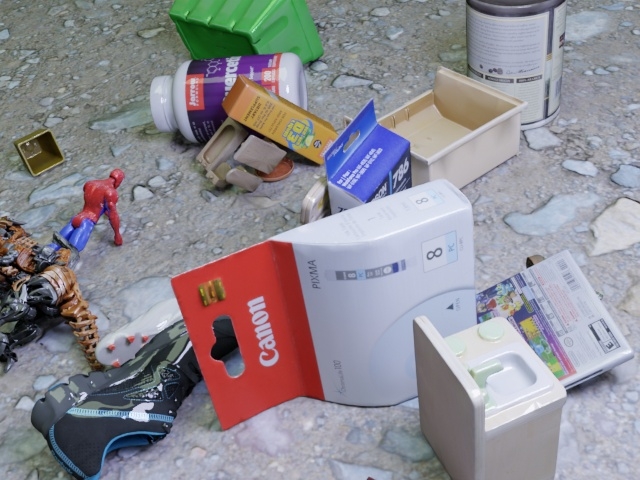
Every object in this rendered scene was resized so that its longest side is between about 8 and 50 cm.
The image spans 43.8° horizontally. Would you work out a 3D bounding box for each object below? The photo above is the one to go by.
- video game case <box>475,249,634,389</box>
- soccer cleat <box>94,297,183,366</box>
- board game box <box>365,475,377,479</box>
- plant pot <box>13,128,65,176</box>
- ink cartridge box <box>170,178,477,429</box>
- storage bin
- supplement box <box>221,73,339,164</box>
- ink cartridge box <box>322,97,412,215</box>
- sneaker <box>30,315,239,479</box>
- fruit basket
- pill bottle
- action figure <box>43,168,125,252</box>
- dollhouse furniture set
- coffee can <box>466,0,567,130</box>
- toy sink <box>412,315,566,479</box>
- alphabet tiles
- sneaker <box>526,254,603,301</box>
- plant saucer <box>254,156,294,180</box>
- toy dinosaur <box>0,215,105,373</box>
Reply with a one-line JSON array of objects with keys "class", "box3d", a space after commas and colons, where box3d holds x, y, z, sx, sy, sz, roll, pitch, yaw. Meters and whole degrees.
[{"class": "video game case", "box3d": [0.323, 0.128, 1.160, 0.183, 0.023, 0.201, -28, 47, 9]}, {"class": "soccer cleat", "box3d": [-0.279, 0.145, 1.298, 0.196, 0.068, 0.076, -24, 36, -27]}, {"class": "board game box", "box3d": [0.143, 0.395, 0.937, 0.281, 0.027, 0.145, 17, 45, 29]}, {"class": "plant pot", "box3d": [-0.638, -0.202, 1.779, 0.081, 0.081, 0.083, -35, 34, -28]}, {"class": "ink cartridge box", "box3d": [0.026, 0.116, 1.075, 0.385, 0.308, 0.091, -20, 39, -12]}, {"class": "storage bin", "box3d": [0.221, -0.214, 1.581, 0.262, 0.123, 0.260, -31, 44, -24]}, {"class": "supplement box", "box3d": [-0.077, -0.240, 1.597, 0.233, 0.078, 0.080, 24, 17, -30]}, {"class": "ink cartridge box", "box3d": [0.084, -0.034, 1.225, 0.065, 0.333, 0.165, 14, 46, 27]}, {"class": "sneaker", "box3d": [-0.241, 0.225, 1.178, 0.340, 0.125, 0.140, -29, 71, -27]}, {"class": "fruit basket", "box3d": [-0.153, -0.615, 2.010, 0.392, 0.283, 0.392, -10, 51, 13]}, {"class": "pill bottle", "box3d": [-0.196, -0.307, 1.731, 0.322, 0.182, 0.181, -3, 40, 8]}, {"class": "action figure", "box3d": [-0.438, -0.004, 1.502, 0.091, 0.139, 0.280, 20, 70, 27]}, {"class": "dollhouse furniture set", "box3d": [-0.187, -0.180, 1.579, 0.144, 0.123, 0.151, -49, 64, 12]}, {"class": "coffee can", "box3d": [0.400, -0.394, 1.640, 0.201, 0.275, 0.201, -5, 39, 4]}, {"class": "toy sink", "box3d": [0.211, 0.198, 0.997, 0.131, 0.234, 0.153, -20, 40, -12]}, {"class": "alphabet tiles", "box3d": [0.000, 0.000, 1.244, 0.021, 0.284, 0.278, 24, 49, 15]}, {"class": "sneaker", "box3d": [0.389, 0.094, 1.224, 0.086, 0.064, 0.192, -11, 45, -3]}, {"class": "plant saucer", "box3d": [-0.095, -0.148, 1.650, 0.083, 0.013, 0.083, -6, 40, 5]}, {"class": "toy dinosaur", "box3d": [-0.476, 0.091, 1.314, 0.322, 0.164, 0.218, 31, 58, 35]}]
